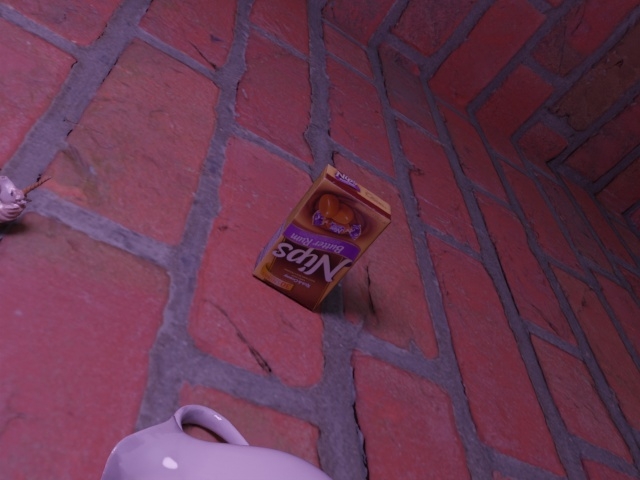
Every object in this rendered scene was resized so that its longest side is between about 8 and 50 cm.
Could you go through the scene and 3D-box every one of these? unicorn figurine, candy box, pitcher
[{"bbox_3d":[-0.381,-0.043,0.592,0.111,0.060,0.162,40,47,-2],"label":"unicorn figurine"},{"bbox_3d":[0.000,0.000,0.813,0.109,0.186,0.053,32,29,-13],"label":"candy box"},{"bbox_3d":[-0.068,0.226,0.520,0.207,0.125,0.178,25,15,7],"label":"pitcher"}]
